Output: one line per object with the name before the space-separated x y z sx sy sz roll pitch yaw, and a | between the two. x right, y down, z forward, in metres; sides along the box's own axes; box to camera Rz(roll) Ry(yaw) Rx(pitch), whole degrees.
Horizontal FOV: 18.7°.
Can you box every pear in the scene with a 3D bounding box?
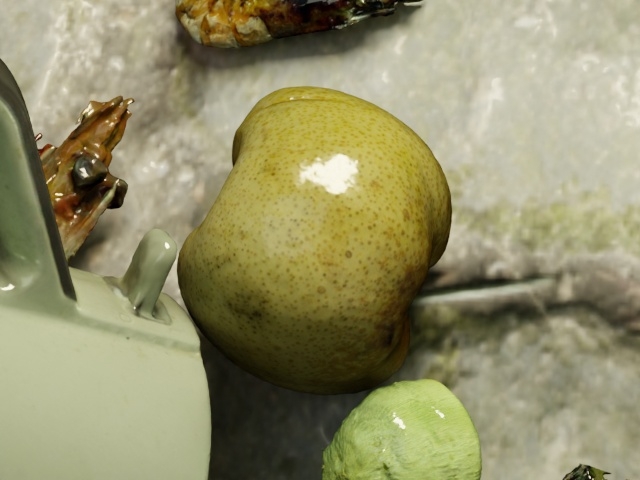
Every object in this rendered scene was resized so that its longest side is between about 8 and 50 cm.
pear | 0.000 0.000 1.080 0.137 0.167 0.167 23 86 7

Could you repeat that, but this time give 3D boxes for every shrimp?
shrimp | -0.015 -0.163 1.188 0.161 0.034 0.091 -1 76 21
shrimp | -0.221 0.012 1.208 0.294 0.062 0.154 -43 59 7

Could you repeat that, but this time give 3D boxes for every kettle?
kettle | -0.254 0.057 0.982 0.361 0.377 0.250 -60 32 18

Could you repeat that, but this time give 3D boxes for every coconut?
coconut | 0.048 0.120 1.072 0.088 0.096 0.087 5 96 48

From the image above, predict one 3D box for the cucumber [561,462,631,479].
cucumber | 0.104 0.182 1.056 0.181 0.053 0.053 -41 67 10
